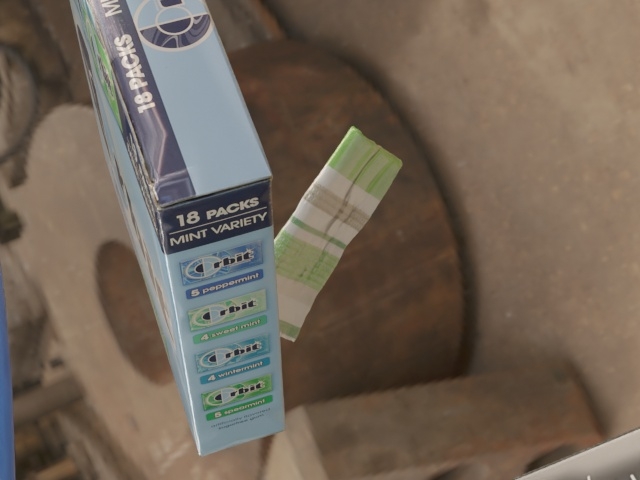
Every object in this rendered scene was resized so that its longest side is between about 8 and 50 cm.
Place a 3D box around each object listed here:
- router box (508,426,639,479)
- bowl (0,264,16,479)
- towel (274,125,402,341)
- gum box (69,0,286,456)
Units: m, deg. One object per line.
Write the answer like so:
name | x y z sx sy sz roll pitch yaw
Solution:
router box | 0.073 0.171 0.294 0.309 0.081 0.243 -31 54 38
bowl | -0.237 0.136 0.845 0.391 0.077 0.391 180 90 -69
towel | 0.000 0.000 0.995 0.023 0.152 0.113 35 -176 16
gum box | -0.056 -0.028 0.559 0.184 0.041 0.157 88 163 -58
